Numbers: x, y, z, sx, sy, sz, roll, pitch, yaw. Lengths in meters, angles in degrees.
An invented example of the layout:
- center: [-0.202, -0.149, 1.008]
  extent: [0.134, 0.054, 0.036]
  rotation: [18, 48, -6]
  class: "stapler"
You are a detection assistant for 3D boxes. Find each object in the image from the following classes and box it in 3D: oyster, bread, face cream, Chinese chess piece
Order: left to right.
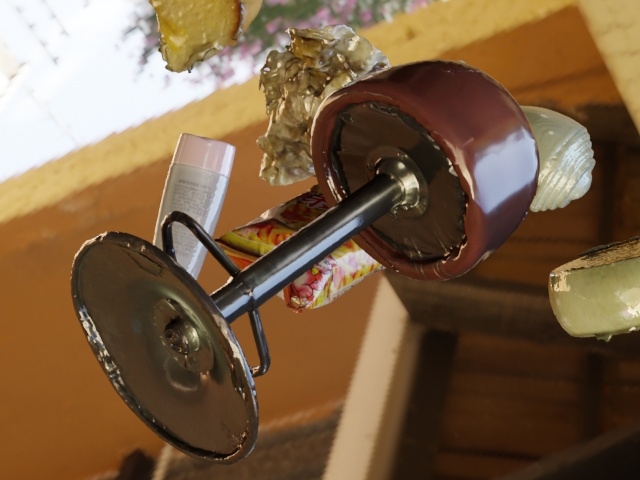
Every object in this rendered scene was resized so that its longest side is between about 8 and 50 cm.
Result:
- center: [-0.145, -0.287, 1.489]
  extent: [0.140, 0.160, 0.169]
  rotation: [-24, -146, 24]
  class: "bread"
- center: [-0.180, -0.046, 1.936]
  extent: [0.057, 0.084, 0.198]
  rotation: [107, -2, -81]
  class: "face cream"
- center: [0.000, -0.205, 2.199]
  extent: [0.351, 0.238, 0.115]
  rotation: [-47, -167, 43]
  class: "oyster"
- center: [0.339, 0.045, 1.498]
  extent: [0.188, 0.083, 0.188]
  rotation: [-17, -178, 1]
  class: "Chinese chess piece"

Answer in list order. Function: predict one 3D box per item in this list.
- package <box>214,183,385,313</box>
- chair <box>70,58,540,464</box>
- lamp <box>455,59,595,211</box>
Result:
- center: [-0.009, 0.006, 2.001]
  extent: [0.288, 0.108, 0.223]
  rotation: [-25, -138, -39]
  class: "package"
- center: [0.000, 0.000, 1.259]
  extent: [0.401, 0.226, 0.226]
  rotation: [-35, -157, -34]
  class: "chair"
- center: [0.201, -0.108, 1.464]
  extent: [0.193, 0.106, 0.106]
  rotation: [39, -113, 17]
  class: "lamp"
